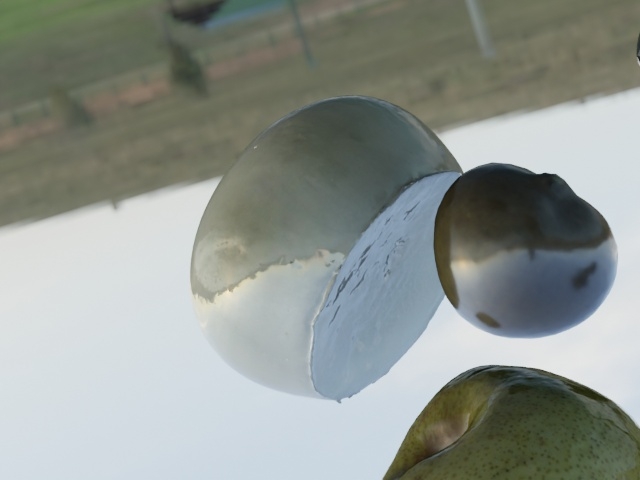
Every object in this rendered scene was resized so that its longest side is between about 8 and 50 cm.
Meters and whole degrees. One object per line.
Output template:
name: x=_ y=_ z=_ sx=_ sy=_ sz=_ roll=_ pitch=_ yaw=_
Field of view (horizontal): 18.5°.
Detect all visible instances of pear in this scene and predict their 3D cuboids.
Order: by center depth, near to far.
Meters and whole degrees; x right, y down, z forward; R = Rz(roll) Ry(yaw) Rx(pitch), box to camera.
pear: x=0.101 y=0.145 z=1.014 sx=0.167 sy=0.136 sz=0.167 roll=-52 pitch=-175 yaw=6

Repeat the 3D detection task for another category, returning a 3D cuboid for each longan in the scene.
longan: x=0.193 y=0.013 z=1.901 sx=0.189 sy=0.189 sz=0.189 roll=-17 pitch=-172 yaw=2

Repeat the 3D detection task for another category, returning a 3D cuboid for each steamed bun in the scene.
steamed bun: x=0.000 y=0.000 z=2.056 sx=0.206 sy=0.324 sz=0.324 roll=30 pitch=-146 yaw=27

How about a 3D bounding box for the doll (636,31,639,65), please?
doll: x=0.354 y=-0.184 z=1.613 sx=0.135 sy=0.234 sz=0.143 roll=15 pitch=-151 yaw=-11
